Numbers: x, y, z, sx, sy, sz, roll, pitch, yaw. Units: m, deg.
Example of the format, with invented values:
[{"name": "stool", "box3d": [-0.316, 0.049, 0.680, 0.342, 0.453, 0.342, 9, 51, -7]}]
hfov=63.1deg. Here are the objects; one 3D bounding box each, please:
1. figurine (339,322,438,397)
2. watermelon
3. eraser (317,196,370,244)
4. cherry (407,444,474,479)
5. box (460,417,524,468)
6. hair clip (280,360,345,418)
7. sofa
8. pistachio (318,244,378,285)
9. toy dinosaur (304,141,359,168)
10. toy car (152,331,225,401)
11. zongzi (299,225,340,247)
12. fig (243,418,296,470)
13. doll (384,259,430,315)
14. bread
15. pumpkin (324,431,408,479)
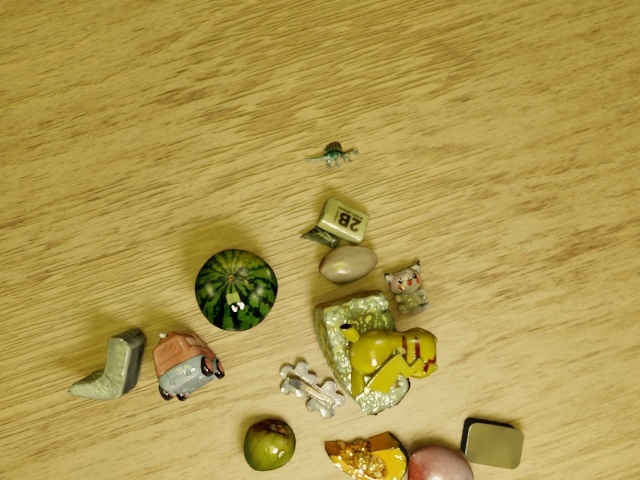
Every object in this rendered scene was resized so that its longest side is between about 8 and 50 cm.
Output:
[{"name": "figurine", "box3d": [0.211, 0.364, 1.610, 0.326, 0.169, 0.218, 0, 80, -10]}, {"name": "watermelon", "box3d": [-0.286, 0.168, 1.788, 0.284, 0.285, 0.285, 0, 88, -1]}, {"name": "eraser", "box3d": [0.084, -0.073, 1.886, 0.172, 0.058, 0.117, 26, 65, -10]}, {"name": "cherry", "box3d": [0.414, 0.830, 1.802, 0.239, 0.206, 0.240, -19, 127, -28]}, {"name": "box", "box3d": [0.615, 0.729, 1.883, 0.200, 0.090, 0.145, 9, 88, -1]}, {"name": "hair clip", "box3d": [-0.033, 0.539, 1.888, 0.257, 0.075, 0.146, 33, 90, -6]}, {"name": "sofa", "box3d": [-0.730, 0.419, 1.808, 0.175, 0.210, 0.226, 10, 91, 0]}, {"name": "pistachio", "box3d": [0.097, 0.084, 1.872, 0.215, 0.144, 0.144, -18, 88, -16]}, {"name": "toy dinosaur", "box3d": [0.044, -0.322, 1.936, 0.187, 0.044, 0.106, 15, 74, 12]}, {"name": "toy car", "box3d": [-0.469, 0.417, 1.798, 0.180, 0.270, 0.213, -31, 70, -2]}, {"name": "zongzi", "box3d": [0.000, 0.000, 1.909, 0.119, 0.055, 0.109, -33, 81, -3]}, {"name": "fig", "box3d": [-0.184, 0.722, 1.822, 0.181, 0.181, 0.191, 35, 110, 0]}, {"name": "doll", "box3d": [0.319, 0.179, 1.895, 0.149, 0.095, 0.192, -14, 86, -8]}, {"name": "bread", "box3d": [0.135, 0.377, 1.812, 0.239, 0.264, 0.396, -17, 89, -14]}, {"name": "pumpkin", "box3d": [0.177, 0.753, 1.848, 0.280, 0.139, 0.190, 35, 91, -3]}]
